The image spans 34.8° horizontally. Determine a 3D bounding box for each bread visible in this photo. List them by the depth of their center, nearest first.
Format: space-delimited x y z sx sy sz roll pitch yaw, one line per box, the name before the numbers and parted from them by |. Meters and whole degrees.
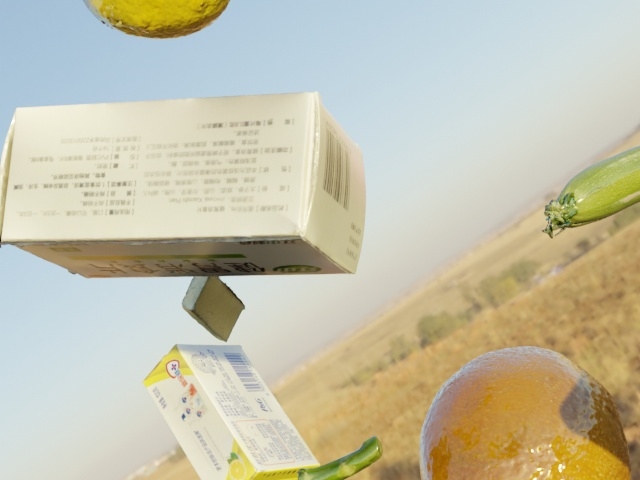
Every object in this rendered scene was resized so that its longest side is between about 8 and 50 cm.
bread | -0.156 0.095 1.495 0.068 0.028 0.153 -65 -25 -15

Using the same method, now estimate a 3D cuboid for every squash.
squash | 0.262 -0.050 0.872 0.183 0.052 0.052 -24 -8 -17

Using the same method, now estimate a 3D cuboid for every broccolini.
broccolini | -0.025 0.265 1.054 0.216 0.067 0.058 -32 -45 9

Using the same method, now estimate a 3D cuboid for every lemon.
lemon | -0.286 -0.468 1.755 0.320 0.245 0.245 -9 -15 -24

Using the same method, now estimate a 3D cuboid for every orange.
orange | 0.311 0.325 1.556 0.322 0.322 0.357 -37 21 32

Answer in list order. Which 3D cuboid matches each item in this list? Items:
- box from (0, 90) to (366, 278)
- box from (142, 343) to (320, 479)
box | -0.136 -0.045 1.010 0.333 0.145 0.173 -1 -15 18
box | -0.143 0.290 1.625 0.097 0.265 0.168 -50 -29 21
